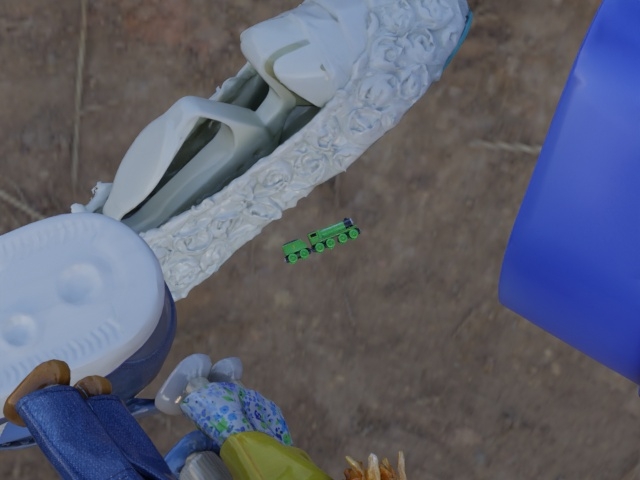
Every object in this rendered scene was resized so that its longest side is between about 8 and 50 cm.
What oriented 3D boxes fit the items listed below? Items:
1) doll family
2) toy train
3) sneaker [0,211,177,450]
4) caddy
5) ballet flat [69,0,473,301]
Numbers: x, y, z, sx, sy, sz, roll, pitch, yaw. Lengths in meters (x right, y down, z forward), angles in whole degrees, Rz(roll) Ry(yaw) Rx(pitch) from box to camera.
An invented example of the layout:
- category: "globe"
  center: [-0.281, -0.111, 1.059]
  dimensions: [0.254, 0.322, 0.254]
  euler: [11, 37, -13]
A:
- category: "doll family"
  center: [-0.048, 0.118, 0.573]
  dimensions: [0.263, 0.118, 0.163]
  euler: [8, 31, -50]
- category: "toy train"
  center: [0.000, 0.000, 1.426]
  dimensions: [0.083, 0.017, 0.023]
  euler: [-22, 84, -8]
- category: "sneaker"
  center: [-0.241, 0.089, 0.835]
  dimensions: [0.323, 0.236, 0.130]
  euler: [-18, 77, -13]
- category: "caddy"
  center: [0.268, -0.051, 0.992]
  dimensions: [0.179, 0.341, 0.241]
  euler: [26, 27, 19]
- category: "ballet flat"
  center: [-0.050, -0.097, 1.164]
  dimensions: [0.409, 0.147, 0.147]
  euler: [-44, 67, 9]
